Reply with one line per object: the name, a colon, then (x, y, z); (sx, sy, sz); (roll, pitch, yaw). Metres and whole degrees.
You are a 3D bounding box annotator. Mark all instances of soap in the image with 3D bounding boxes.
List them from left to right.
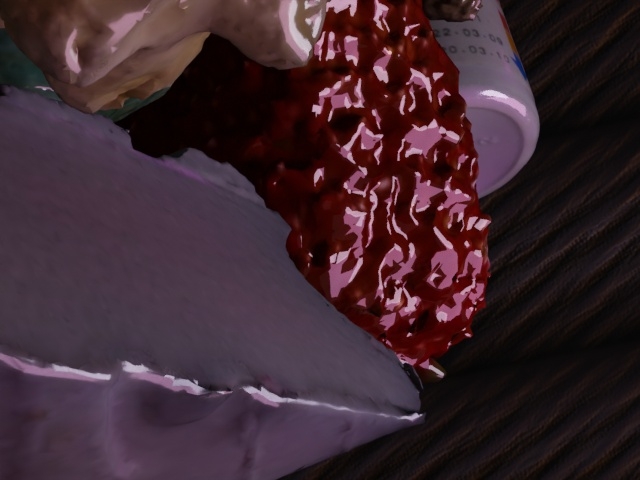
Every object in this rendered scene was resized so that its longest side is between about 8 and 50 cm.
soap: (-0.102, 0.000, 0.496); (0.302, 0.159, 0.257); (-23, 148, -23)

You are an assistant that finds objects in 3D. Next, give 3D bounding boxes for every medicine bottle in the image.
medicine bottle: (0.085, -0.186, 1.349); (0.170, 0.170, 0.293); (107, -23, -52)

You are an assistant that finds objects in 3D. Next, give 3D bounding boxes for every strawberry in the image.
strawberry: (-0.006, -0.068, 0.987); (0.292, 0.292, 0.343); (-45, 149, -72)

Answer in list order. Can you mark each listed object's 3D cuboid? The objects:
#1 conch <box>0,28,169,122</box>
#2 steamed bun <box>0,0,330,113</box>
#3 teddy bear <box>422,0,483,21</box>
conch: (-0.133, -0.089, 0.671); (0.176, 0.122, 0.188); (-33, -169, 41)
steamed bun: (-0.046, -0.180, 0.443); (0.295, 0.137, 0.292); (-38, 130, -14)
teddy bear: (0.025, -0.206, 1.100); (0.296, 0.246, 0.222); (-10, -98, 56)
